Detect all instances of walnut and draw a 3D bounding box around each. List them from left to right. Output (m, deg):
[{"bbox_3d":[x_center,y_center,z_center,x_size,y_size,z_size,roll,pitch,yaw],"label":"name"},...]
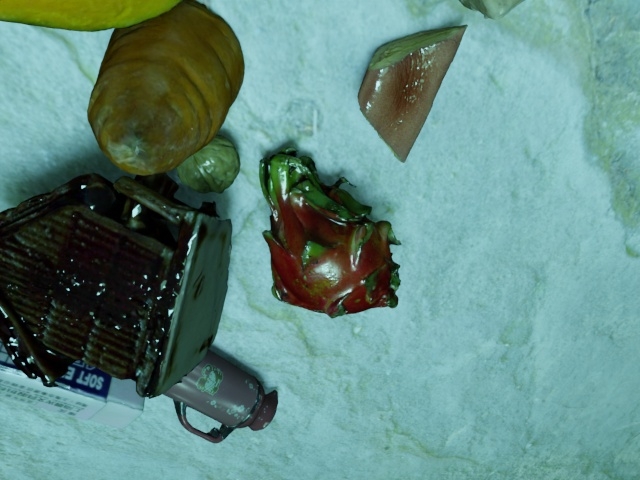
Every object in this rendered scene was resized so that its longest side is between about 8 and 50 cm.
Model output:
[{"bbox_3d":[-0.149,-0.103,0.596,0.092,0.092,0.092,-6,128,-7],"label":"walnut"}]

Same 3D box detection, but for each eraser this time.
[{"bbox_3d":[-0.440,0.216,0.757,0.287,0.130,0.086,34,117,-32],"label":"eraser"}]

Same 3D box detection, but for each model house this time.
[{"bbox_3d":[-0.286,0.035,0.618,0.282,0.317,0.297,19,91,1],"label":"model house"}]

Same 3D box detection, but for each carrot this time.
[{"bbox_3d":[-0.168,-0.153,0.468,0.159,0.225,0.159,-2,127,-3],"label":"carrot"}]

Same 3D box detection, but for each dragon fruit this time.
[{"bbox_3d":[0.020,-0.007,0.653,0.200,0.198,0.269,-3,115,5],"label":"dragon fruit"}]

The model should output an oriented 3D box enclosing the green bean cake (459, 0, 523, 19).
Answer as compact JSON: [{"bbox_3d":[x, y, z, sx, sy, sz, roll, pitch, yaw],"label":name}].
[{"bbox_3d":[0.165,-0.335,0.459,0.085,0.109,0.179,-31,127,15],"label":"green bean cake"}]

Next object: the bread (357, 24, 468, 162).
[{"bbox_3d":[0.103,-0.199,0.580,0.119,0.067,0.192,6,128,-26],"label":"bread"}]

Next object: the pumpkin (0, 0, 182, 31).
[{"bbox_3d":[-0.243,-0.294,0.380,0.312,0.169,0.148,-18,162,-40],"label":"pumpkin"}]

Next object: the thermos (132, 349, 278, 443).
[{"bbox_3d":[-0.205,0.299,0.864,0.109,0.136,0.330,-28,129,23],"label":"thermos"}]
